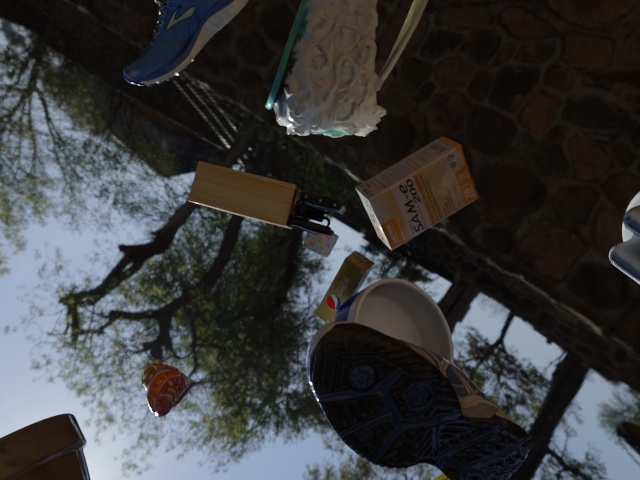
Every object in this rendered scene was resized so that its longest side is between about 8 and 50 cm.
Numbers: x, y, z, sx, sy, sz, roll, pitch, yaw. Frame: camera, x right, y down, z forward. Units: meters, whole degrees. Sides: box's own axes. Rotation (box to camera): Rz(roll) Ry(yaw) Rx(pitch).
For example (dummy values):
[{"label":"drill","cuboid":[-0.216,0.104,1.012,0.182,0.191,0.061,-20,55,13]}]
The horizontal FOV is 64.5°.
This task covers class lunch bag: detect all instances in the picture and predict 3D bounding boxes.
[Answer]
[{"label":"lunch bag","cuboid":[0.000,0.000,1.388,0.083,0.071,0.053,25,-169,-14]}]

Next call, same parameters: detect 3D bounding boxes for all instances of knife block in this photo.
[{"label":"knife block","cuboid":[-0.096,-0.079,1.042,0.276,0.088,0.242,16,178,-39]}]

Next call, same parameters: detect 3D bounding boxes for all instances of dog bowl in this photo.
[{"label":"dog bowl","cuboid":[0.156,0.222,1.101,0.265,0.104,0.264,15,-121,-26]}]

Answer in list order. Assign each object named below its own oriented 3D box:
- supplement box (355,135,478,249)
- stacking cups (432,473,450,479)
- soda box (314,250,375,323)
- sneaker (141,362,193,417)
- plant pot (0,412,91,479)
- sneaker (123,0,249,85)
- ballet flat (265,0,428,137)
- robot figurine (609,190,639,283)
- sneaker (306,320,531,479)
[{"label":"supplement box","cuboid":[0.091,-0.044,0.475,0.062,0.098,0.036,60,177,-31]},{"label":"stacking cups","cuboid":[0.108,0.291,0.321,0.096,0.096,0.316,30,-161,2]},{"label":"soda box","cuboid":[0.056,0.115,1.203,0.058,0.181,0.061,34,-151,14]},{"label":"sneaker","cuboid":[-0.226,0.204,0.711,0.067,0.064,0.175,32,160,0]},{"label":"plant pot","cuboid":[-0.503,0.499,0.840,0.280,0.323,0.323,55,-163,10]},{"label":"sneaker","cuboid":[-0.305,-0.465,1.064,0.147,0.330,0.130,43,178,-37]},{"label":"ballet flat","cuboid":[0.054,-0.297,0.522,0.147,0.408,0.147,15,-176,-1]},{"label":"robot figurine","cuboid":[0.637,-0.023,0.794,0.354,0.300,0.199,-15,-138,-16]},{"label":"sneaker","cuboid":[0.065,0.118,0.377,0.211,0.080,0.081,39,-175,-30]}]
